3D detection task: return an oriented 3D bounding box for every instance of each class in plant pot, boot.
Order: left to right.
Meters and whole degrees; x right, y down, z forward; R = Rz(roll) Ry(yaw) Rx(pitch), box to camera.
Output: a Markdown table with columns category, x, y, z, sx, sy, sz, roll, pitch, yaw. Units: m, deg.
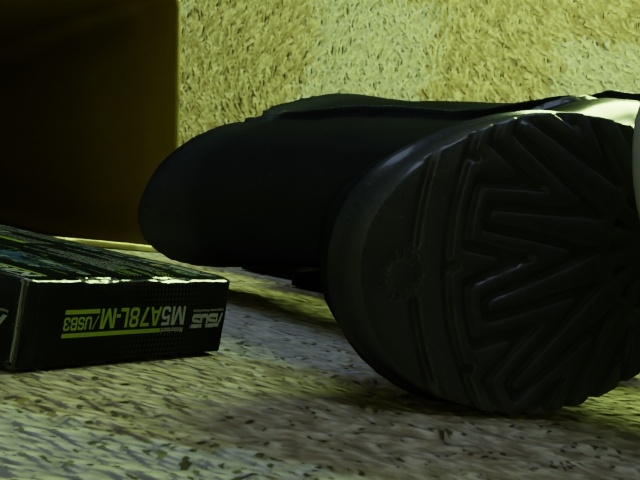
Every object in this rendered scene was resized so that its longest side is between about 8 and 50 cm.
| category | x | y | z | sx | sy | sz | roll | pitch | yaw |
| --- | --- | --- | --- | --- | --- | --- | --- | --- | --- |
| plant pot | -0.249 | -0.097 | 1.287 | 0.187 | 0.212 | 0.212 | -4 | -6 | 39 |
| boot | 0.027 | -0.022 | 0.998 | 0.367 | 0.146 | 0.445 | -8 | 12 | -39 |

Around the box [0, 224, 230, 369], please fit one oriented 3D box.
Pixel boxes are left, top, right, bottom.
| category | x | y | z | sx | sy | sz | roll | pitch | yaw |
| --- | --- | --- | --- | --- | --- | --- | --- | --- | --- |
| box | -0.166 | 0.018 | 0.782 | 0.190 | 0.045 | 0.184 | 12 | 6 | 23 |

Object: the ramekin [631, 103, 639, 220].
| category | x | y | z | sx | sy | sz | roll | pitch | yaw |
| --- | --- | --- | --- | --- | --- | --- | --- | --- | --- |
| ramekin | 0.278 | -0.020 | 0.777 | 0.277 | 0.277 | 0.135 | 8 | -30 | -33 |

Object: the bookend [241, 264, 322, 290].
| category | x | y | z | sx | sy | sz | roll | pitch | yaw |
| --- | --- | --- | --- | --- | --- | --- | --- | --- | --- |
| bookend | 0.000 | 0.000 | 1.349 | 0.157 | 0.072 | 0.156 | 10 | 3 | 17 |
